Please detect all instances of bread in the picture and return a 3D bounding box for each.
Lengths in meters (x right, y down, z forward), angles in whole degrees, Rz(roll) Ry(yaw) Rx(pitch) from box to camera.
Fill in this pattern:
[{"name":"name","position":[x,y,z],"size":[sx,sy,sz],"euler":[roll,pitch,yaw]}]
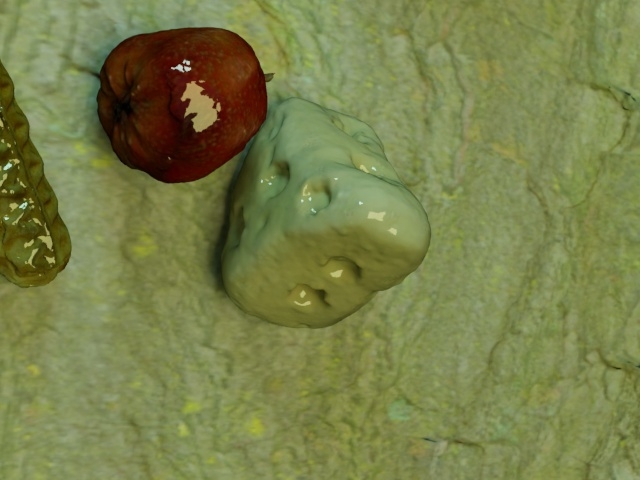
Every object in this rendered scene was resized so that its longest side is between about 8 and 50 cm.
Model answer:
[{"name":"bread","position":[-0.330,-0.120,1.231],"size":[0.084,0.077,0.368],"euler":[-27,114,-24]}]

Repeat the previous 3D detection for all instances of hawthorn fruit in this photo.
[{"name":"hawthorn fruit","position":[-0.139,-0.140,1.304],"size":[0.179,0.173,0.174],"euler":[-17,116,-71]}]

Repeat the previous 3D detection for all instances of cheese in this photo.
[{"name":"cheese","position":[-0.002,0.000,1.400],"size":[0.173,0.251,0.248],"euler":[16,108,-34]}]
